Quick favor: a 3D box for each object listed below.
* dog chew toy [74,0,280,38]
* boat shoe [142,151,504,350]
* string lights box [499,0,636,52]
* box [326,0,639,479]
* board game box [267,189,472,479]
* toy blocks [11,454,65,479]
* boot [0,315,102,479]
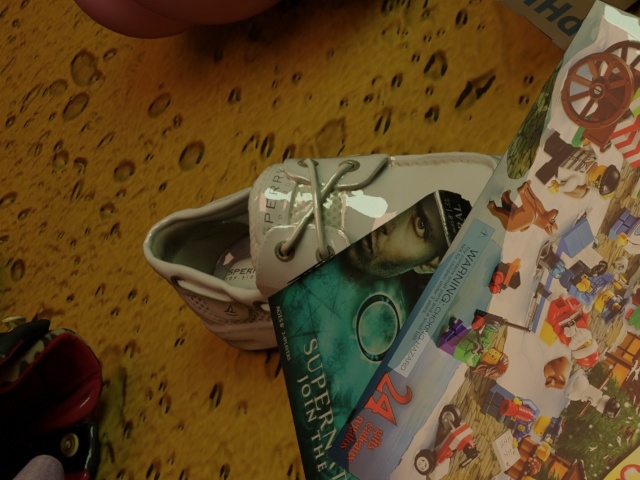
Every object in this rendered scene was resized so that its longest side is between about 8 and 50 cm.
[{"bbox_3d":[-0.070,-0.237,1.135,0.332,0.206,0.206,-30,42,51],"label":"dog chew toy"},{"bbox_3d":[0.000,0.000,0.926,0.277,0.096,0.098,-17,49,47],"label":"boat shoe"},{"bbox_3d":[0.101,-0.239,0.942,0.077,0.133,0.259,-37,39,32],"label":"string lights box"},{"bbox_3d":[0.125,0.033,0.717,0.159,0.044,0.233,31,91,36],"label":"box"},{"bbox_3d":[0.040,0.085,0.814,0.126,0.026,0.186,-34,58,37],"label":"board game box"},{"bbox_3d":[-0.139,0.219,0.776,0.309,0.288,0.260,-18,47,49],"label":"toy blocks"},{"bbox_3d":[-0.268,0.104,1.175,0.284,0.138,0.377,-9,26,32],"label":"boot"}]
